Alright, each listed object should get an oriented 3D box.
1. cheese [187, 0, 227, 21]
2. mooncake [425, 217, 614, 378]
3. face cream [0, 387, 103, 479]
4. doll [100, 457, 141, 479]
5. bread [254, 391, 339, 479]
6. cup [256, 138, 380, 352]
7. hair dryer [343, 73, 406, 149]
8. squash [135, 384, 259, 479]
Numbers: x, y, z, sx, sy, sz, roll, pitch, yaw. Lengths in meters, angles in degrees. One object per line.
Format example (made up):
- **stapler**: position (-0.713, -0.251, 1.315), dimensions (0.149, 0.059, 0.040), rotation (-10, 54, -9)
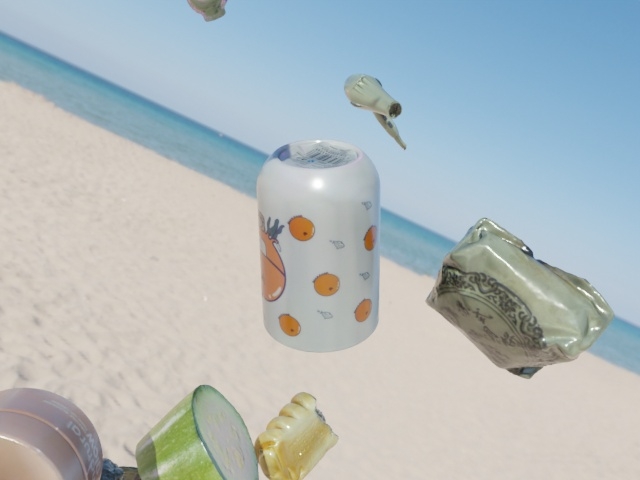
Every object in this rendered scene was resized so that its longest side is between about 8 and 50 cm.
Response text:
- **cheese**: position (-0.137, -0.319, 0.723), dimensions (0.067, 0.121, 0.026), rotation (-11, 4, 25)
- **mooncake**: position (0.302, 0.110, 1.002), dimensions (0.250, 0.136, 0.254), rotation (39, -19, 15)
- **face cream**: position (-0.284, 0.221, 0.558), dimensions (0.149, 0.149, 0.104), rotation (24, 5, -7)
- **doll**: position (-0.366, 0.389, 0.962), dimensions (0.105, 0.115, 0.221), rotation (13, 0, 19)
- **bread**: position (-0.046, 0.355, 1.109), dimensions (0.084, 0.119, 0.177), rotation (-10, 19, 45)
- **cup**: position (0.000, 0.000, 1.056), dimensions (0.212, 0.317, 0.212), rotation (0, 27, 0)
- **hair dryer**: position (0.130, -0.224, 1.158), dimensions (0.199, 0.067, 0.167), rotation (47, 3, -25)
- **squash**: position (-0.169, 0.300, 0.851), dimensions (0.170, 0.123, 0.170), rotation (58, -1, 1)
